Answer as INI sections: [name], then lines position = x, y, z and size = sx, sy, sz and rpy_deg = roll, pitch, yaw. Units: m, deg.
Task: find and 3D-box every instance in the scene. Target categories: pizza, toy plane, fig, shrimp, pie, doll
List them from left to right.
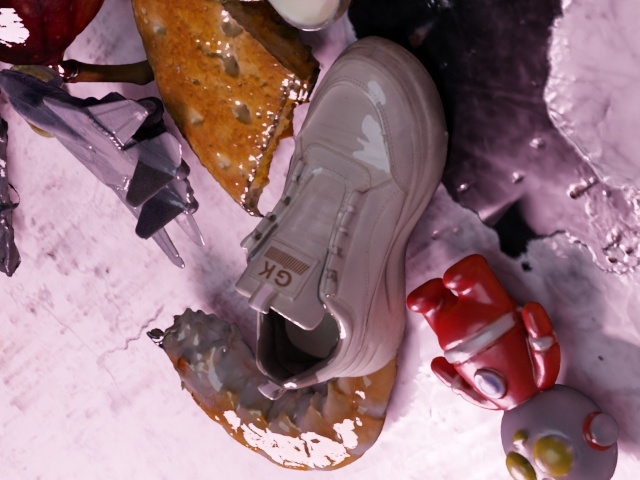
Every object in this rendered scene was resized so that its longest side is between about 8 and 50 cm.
[fig]
position = -0.250, -0.213, 1.353
size = 0.186, 0.204, 0.249
rpy_deg = -7, 117, 3
[pie]
position = -0.277, -0.139, 1.593
size = 0.084, 0.021, 0.084
rpy_deg = 26, 135, 29
[toy plane]
position = -0.204, -0.104, 1.496
size = 0.267, 0.088, 0.212
rpy_deg = 40, 154, 35
[pizza]
position = -0.071, -0.151, 1.341
size = 0.197, 0.058, 0.292
rpy_deg = 5, 123, 47
[shrimp]
position = -0.025, 0.135, 1.507
size = 0.287, 0.068, 0.185
rpy_deg = -10, 113, 47
[doll]
position = 0.164, 0.126, 1.302
size = 0.245, 0.076, 0.142
rpy_deg = 58, 143, 1

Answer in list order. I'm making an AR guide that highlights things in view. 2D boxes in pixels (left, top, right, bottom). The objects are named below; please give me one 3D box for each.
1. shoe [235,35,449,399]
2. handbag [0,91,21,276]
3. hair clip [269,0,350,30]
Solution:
[shoe]
position = 0.000, 0.000, 1.289
size = 0.124, 0.159, 0.316
rpy_deg = 26, 130, 30
[handbag]
position = -0.391, -0.093, 1.705
size = 0.175, 0.088, 0.270
rpy_deg = 20, 132, 25
[hair clip]
position = -0.004, -0.235, 1.200
size = 0.218, 0.071, 0.159
rpy_deg = -6, 107, 41
